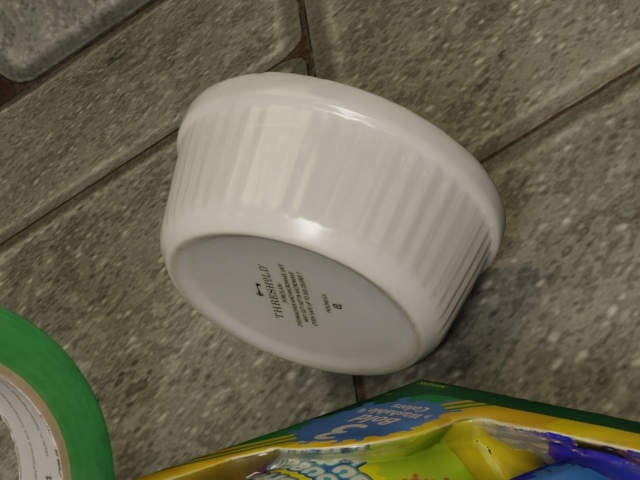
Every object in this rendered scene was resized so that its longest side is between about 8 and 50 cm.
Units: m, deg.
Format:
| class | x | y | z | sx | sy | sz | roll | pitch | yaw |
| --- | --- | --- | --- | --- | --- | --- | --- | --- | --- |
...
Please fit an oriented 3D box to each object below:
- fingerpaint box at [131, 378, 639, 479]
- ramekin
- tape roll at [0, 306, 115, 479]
| class | x | y | z | sx | sy | sz | roll | pitch | yaw |
| --- | --- | --- | --- | --- | --- | --- | --- | --- | --- |
| fingerpaint box | 0.052 | 0.210 | 0.825 | 0.371 | 0.163 | 0.444 | -15 | 12 | -32 |
| ramekin | 0.000 | 0.000 | 1.323 | 0.273 | 0.273 | 0.127 | -10 | 50 | 44 |
| tape roll | -0.315 | 0.202 | 1.311 | 0.077 | 0.321 | 0.321 | -1 | 44 | 51 |
